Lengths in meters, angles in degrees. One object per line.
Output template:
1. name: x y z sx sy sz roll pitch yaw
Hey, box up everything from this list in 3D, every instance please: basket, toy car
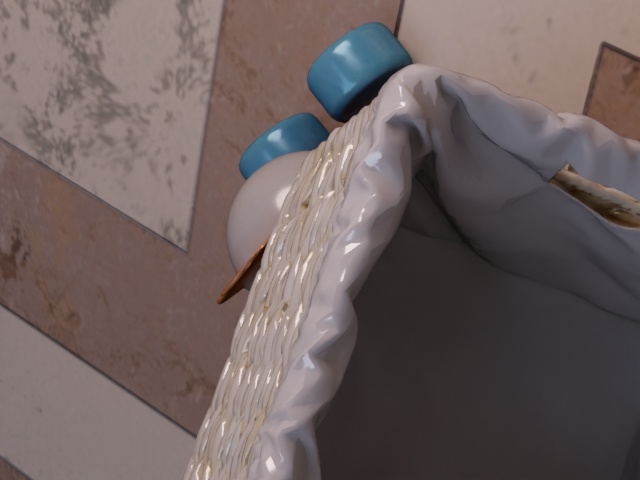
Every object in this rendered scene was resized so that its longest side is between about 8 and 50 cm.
1. basket: 0.107 0.114 1.126 0.266 0.328 0.331 166 123 -74
2. toy car: 0.000 0.000 1.347 0.219 0.238 0.210 54 134 13
